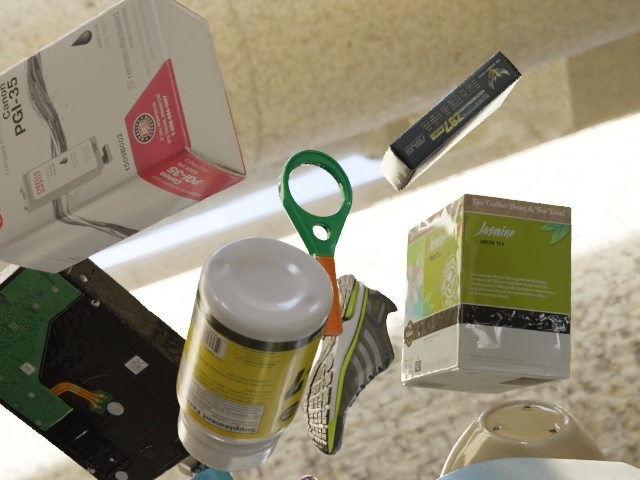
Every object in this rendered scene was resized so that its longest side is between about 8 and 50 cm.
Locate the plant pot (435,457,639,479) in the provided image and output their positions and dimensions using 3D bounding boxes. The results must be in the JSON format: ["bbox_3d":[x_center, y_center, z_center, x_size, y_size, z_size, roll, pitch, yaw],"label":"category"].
[{"bbox_3d":[0.200,0.321,1.029,0.248,0.252,0.247,-172,-86,-69],"label":"plant pot"}]

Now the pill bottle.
[{"bbox_3d":[-0.067,0.109,1.076,0.119,0.119,0.208,57,-35,36],"label":"pill bottle"}]

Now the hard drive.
[{"bbox_3d":[-0.294,0.166,1.516,0.339,0.237,0.064,42,28,-19],"label":"hard drive"}]

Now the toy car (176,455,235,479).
[{"bbox_3d":[-0.140,0.267,1.869,0.219,0.238,0.210,62,-11,10],"label":"toy car"}]

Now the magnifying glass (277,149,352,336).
[{"bbox_3d":[0.000,0.000,1.380,0.026,0.092,0.230,-44,-134,53],"label":"magnifying glass"}]

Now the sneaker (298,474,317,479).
[{"bbox_3d":[0.022,0.544,2.013,0.121,0.112,0.299,91,-19,-72],"label":"sneaker"}]

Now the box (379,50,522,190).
[{"bbox_3d":[0.201,-0.184,1.871,0.059,0.233,0.183,48,-7,5],"label":"box"}]

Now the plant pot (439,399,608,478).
[{"bbox_3d":[0.294,0.340,1.686,0.284,0.284,0.190,-145,-133,-61],"label":"plant pot"}]

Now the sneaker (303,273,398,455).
[{"bbox_3d":[0.059,0.212,1.970,0.111,0.121,0.299,-12,-118,68],"label":"sneaker"}]

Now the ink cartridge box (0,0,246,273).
[{"bbox_3d":[-0.242,-0.112,1.289,0.117,0.283,0.207,21,49,-59],"label":"ink cartridge box"}]

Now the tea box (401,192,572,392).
[{"bbox_3d":[0.307,0.110,2.234,0.329,0.220,0.323,139,-44,-71],"label":"tea box"}]
